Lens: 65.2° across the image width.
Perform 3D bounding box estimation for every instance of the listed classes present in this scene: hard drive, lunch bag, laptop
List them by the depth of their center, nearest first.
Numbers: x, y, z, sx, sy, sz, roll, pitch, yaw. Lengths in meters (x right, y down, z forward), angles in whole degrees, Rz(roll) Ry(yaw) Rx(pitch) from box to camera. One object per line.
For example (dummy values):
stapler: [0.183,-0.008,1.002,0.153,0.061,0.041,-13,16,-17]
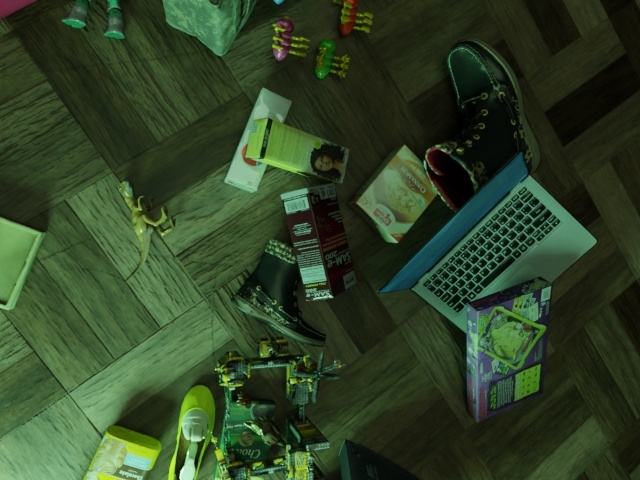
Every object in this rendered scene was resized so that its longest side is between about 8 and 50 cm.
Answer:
lunch bag: [-0.186,-0.561,1.004,0.169,0.235,0.287,31,83,-8]
laptop: [0.384,0.051,1.093,0.408,0.236,0.382,39,106,-14]
hard drive: [0.152,0.575,1.142,0.255,0.172,0.054,34,105,-15]

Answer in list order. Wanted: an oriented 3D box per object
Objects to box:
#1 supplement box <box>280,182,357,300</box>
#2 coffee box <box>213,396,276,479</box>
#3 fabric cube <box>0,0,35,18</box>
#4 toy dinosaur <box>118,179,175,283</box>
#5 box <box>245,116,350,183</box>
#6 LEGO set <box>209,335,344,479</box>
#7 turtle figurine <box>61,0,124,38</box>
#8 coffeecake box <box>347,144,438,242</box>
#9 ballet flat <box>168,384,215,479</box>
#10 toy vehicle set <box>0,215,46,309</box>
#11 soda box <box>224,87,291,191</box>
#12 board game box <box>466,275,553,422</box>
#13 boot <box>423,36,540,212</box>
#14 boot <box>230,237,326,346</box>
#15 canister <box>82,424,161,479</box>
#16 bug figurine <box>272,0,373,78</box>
supplement box: [0.000,0.000,1.109,0.073,0.130,0.239,-11,95,30]
coffee box: [-0.167,0.446,1.113,0.113,0.040,0.184,11,87,-15]
fabric cube: [-0.683,-0.527,0.858,0.258,0.254,0.259,-37,100,-13]
toy dinosaur: [-0.368,-0.025,1.056,0.112,0.064,0.211,-13,84,3]
box: [-0.044,-0.191,1.091,0.232,0.058,0.087,11,91,-39]
LEGO set: [-0.094,0.373,1.013,0.255,0.192,0.331,8,87,-18]
turtle figurine: [-0.438,-0.540,1.003,0.175,0.118,0.234,8,94,-15]
coffeecake box: [0.179,-0.109,1.194,0.142,0.068,0.185,42,80,-13]
ballet flat: [-0.271,0.430,1.065,0.077,0.077,0.230,13,86,-15]
toy vehicle set: [-0.701,0.010,0.966,0.267,0.035,0.165,23,84,-14]
soda box: [-0.139,-0.218,1.105,0.074,0.069,0.216,22,85,-14]
board game box: [0.453,0.269,1.214,0.208,0.056,0.346,-18,119,-19]
boot: [0.353,-0.263,1.176,0.284,0.138,0.377,-37,107,-30]
boot: [-0.059,0.120,1.122,0.236,0.085,0.178,30,79,-15]
canister: [-0.418,0.483,1.028,0.126,0.073,0.169,26,82,-14]
bug figurine: [-0.019,-0.486,1.110,0.279,0.072,0.216,8,99,-39]
